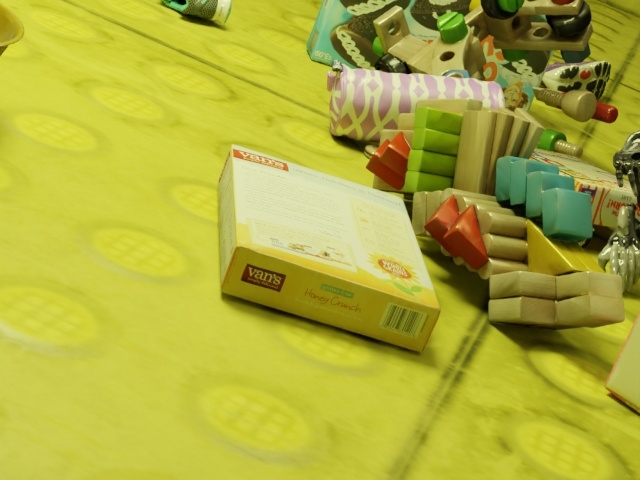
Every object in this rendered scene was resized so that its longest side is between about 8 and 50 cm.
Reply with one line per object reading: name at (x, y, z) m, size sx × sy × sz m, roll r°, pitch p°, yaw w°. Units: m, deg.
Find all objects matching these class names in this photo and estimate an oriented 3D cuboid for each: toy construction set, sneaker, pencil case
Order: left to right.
sneaker at (-0.187, -0.341, 1.830) m, size 0.076 × 0.065 × 0.166 m, roll -2°, pitch 29°, yaw -39°
pencil case at (0.105, -0.150, 1.556) m, size 0.206 × 0.086 × 0.088 m, roll 7°, pitch 27°, yaw -9°
toy construction set at (0.211, -0.233, 1.775) m, size 0.309 × 0.257 × 0.237 m, roll 31°, pitch -4°, yaw -43°
sneaker at (0.409, -0.270, 2.233) m, size 0.170 × 0.068 × 0.071 m, roll -1°, pitch 24°, yaw -45°

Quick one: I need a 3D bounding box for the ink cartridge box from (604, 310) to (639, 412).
ink cartridge box at (0.353, 0.066, 1.187) m, size 0.092 × 0.158 × 0.218 m, roll 33°, pitch 23°, yaw 30°

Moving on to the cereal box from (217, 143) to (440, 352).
cereal box at (0.000, 0.000, 1.167) m, size 0.173 × 0.047 × 0.240 m, roll 17°, pitch 20°, yaw -11°

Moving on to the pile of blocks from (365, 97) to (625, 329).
pile of blocks at (0.144, -0.044, 1.276) m, size 0.112 × 0.149 × 0.362 m, roll 8°, pitch 25°, yaw -33°

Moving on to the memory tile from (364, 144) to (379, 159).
memory tile at (0.124, -0.069, 1.515) m, size 0.113 × 0.012 × 0.148 m, roll 2°, pitch 28°, yaw -41°

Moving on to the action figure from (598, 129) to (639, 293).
action figure at (0.363, 0.000, 1.400) m, size 0.164 × 0.141 × 0.276 m, roll 1°, pitch -28°, yaw 21°

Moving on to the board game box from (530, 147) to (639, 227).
board game box at (0.286, -0.063, 1.572) m, size 0.147 × 0.045 × 0.193 m, roll 9°, pitch 14°, yaw -30°

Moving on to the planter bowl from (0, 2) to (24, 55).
planter bowl at (-0.370, -0.169, 1.168) m, size 0.217 × 0.090 × 0.217 m, roll 19°, pitch 20°, yaw -7°

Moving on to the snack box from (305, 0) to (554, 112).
snack box at (0.162, -0.292, 1.865) m, size 0.322 × 0.187 × 0.060 m, roll 15°, pitch 21°, yaw -17°

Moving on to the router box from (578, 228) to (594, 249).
router box at (0.214, -0.023, 1.433) m, size 0.122 × 0.038 × 0.092 m, roll 37°, pitch 24°, yaw 21°
